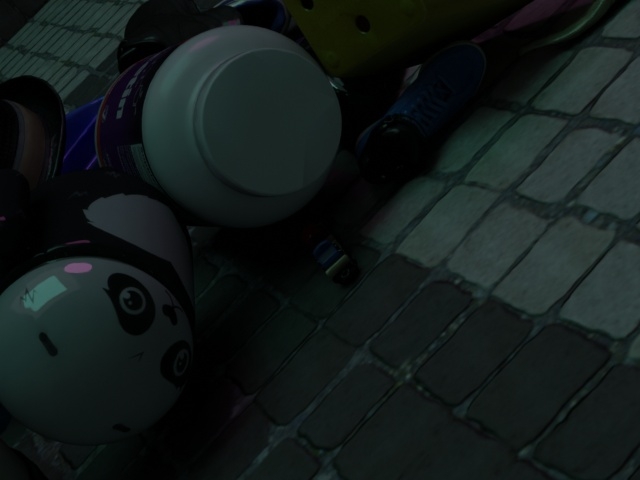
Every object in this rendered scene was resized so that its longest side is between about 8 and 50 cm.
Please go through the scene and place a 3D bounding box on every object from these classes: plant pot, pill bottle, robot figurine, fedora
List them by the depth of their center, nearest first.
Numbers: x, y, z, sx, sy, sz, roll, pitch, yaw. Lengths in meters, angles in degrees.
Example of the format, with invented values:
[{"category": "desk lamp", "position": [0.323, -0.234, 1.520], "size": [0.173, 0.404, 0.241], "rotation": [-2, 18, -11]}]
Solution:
[{"category": "robot figurine", "position": [-0.188, 0.046, 1.158], "size": [0.278, 0.209, 0.173], "rotation": [-100, 23, -60]}, {"category": "plant pot", "position": [0.071, -0.261, 1.230], "size": [0.187, 0.212, 0.212], "rotation": [-36, 6, -38]}, {"category": "pill bottle", "position": [-0.095, -0.102, 1.292], "size": [0.181, 0.181, 0.323], "rotation": [-49, 16, -13]}, {"category": "fedora", "position": [-0.420, -0.055, 1.448], "size": [0.334, 0.152, 0.334], "rotation": [-25, 49, 32]}]

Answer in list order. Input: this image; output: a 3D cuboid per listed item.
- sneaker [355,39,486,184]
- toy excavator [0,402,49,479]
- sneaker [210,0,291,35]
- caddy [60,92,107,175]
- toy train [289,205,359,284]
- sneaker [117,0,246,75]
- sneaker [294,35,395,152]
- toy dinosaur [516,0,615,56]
[{"category": "sneaker", "position": [0.090, -0.109, 1.219], "size": [0.152, 0.058, 0.084], "rotation": [-41, 17, 16]}, {"category": "toy excavator", "position": [-0.413, 0.105, 1.180], "size": [0.445, 0.222, 0.433], "rotation": [34, 72, 26]}, {"category": "sneaker", "position": [-0.160, -0.218, 1.735], "size": [0.296, 0.112, 0.131], "rotation": [-44, 11, 0]}, {"category": "caddy", "position": [-0.298, -0.032, 1.576], "size": [0.241, 0.179, 0.341], "rotation": [-14, 36, 48]}, {"category": "toy train", "position": [0.000, 0.000, 1.210], "size": [0.027, 0.036, 0.158], "rotation": [-42, 23, 2]}, {"category": "sneaker", "position": [-0.181, -0.218, 1.568], "size": [0.130, 0.109, 0.286], "rotation": [-24, 19, -21]}, {"category": "sneaker", "position": [0.029, -0.178, 1.396], "size": [0.124, 0.107, 0.283], "rotation": [-39, 22, -4]}, {"category": "toy dinosaur", "position": [0.278, -0.253, 1.165], "size": [0.268, 0.064, 0.118], "rotation": [-47, 5, -3]}]
